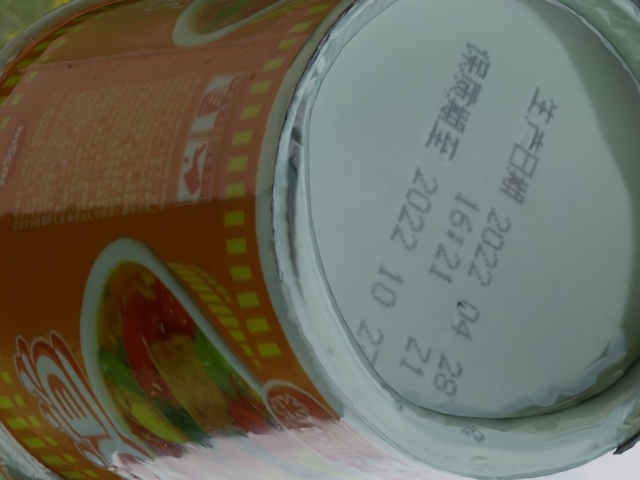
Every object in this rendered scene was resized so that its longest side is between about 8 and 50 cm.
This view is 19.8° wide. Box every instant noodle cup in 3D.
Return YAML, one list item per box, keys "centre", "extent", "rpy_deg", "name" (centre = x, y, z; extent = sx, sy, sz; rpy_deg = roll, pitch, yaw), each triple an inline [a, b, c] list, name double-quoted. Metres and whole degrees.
- centre: [0.000, 0.000, 0.464]
  extent: [0.168, 0.168, 0.185]
  rpy_deg: [-54, -162, -19]
  name: "instant noodle cup"
